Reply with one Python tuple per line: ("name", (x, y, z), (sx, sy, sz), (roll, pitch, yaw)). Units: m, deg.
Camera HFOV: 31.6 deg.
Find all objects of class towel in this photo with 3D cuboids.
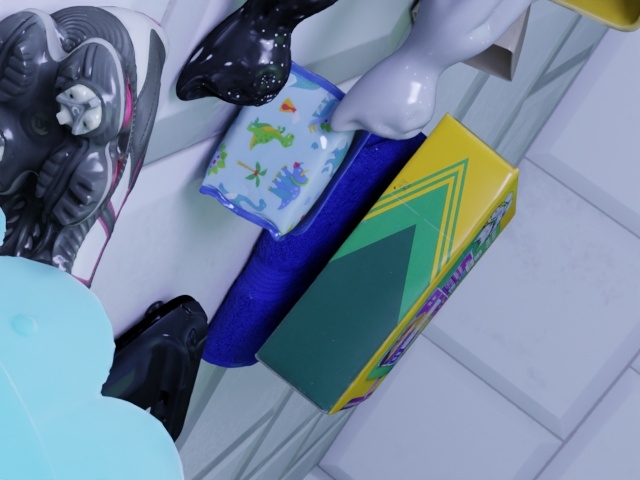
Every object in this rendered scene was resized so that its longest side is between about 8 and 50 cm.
("towel", (0.000, 0.000, 1.254), (0.308, 0.076, 0.227), (-60, 167, 29))

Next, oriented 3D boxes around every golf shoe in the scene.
("golf shoe", (-0.152, -0.001, 0.615), (0.273, 0.105, 0.120), (-58, 174, 26))

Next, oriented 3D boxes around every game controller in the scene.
("game controller", (-0.191, 0.173, 1.098), (0.166, 0.067, 0.319), (-29, 157, -29))

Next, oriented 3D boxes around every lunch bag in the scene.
("lunch bag", (-0.024, -0.074, 0.926), (0.129, 0.096, 0.151), (-57, -178, 5))

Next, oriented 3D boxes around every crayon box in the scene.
("crayon box", (0.093, 0.038, 1.291), (0.313, 0.106, 0.363), (-53, 170, 1))

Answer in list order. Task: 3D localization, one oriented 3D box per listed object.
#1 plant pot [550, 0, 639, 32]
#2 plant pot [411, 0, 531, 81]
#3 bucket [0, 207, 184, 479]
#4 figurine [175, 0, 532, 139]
("plant pot", (0.187, -0.315, 0.798), (0.212, 0.212, 0.187), (103, 13, -62))
("plant pot", (0.165, -0.238, 1.152), (0.096, 0.109, 0.109), (-64, 169, -4))
("bucket", (-0.200, 0.115, 0.368), (0.183, 0.281, 0.281), (-19, 145, -54))
("figurine", (0.034, -0.152, 0.756), (0.214, 0.092, 0.209), (10, 132, -36))
